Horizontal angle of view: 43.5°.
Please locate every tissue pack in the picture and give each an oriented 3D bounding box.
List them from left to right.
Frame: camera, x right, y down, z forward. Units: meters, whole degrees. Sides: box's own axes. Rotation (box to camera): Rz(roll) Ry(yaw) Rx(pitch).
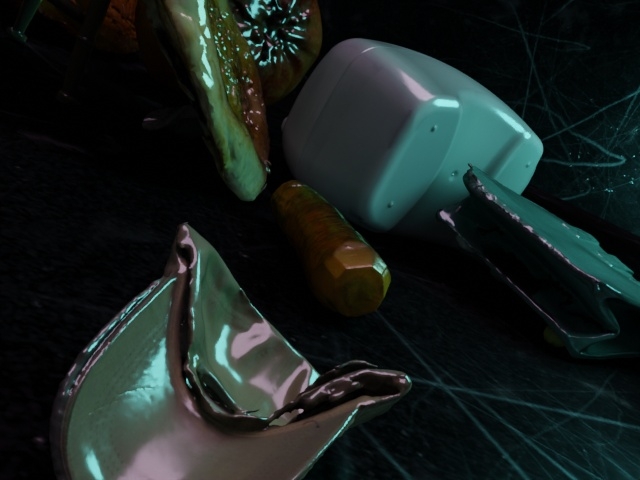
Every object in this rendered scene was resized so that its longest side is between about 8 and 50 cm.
[{"bbox_3d":[0.114,-0.132,1.078,0.333,0.229,0.236,10,26,-47],"label":"tissue pack"}]

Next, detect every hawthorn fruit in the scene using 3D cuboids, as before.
[{"bbox_3d":[-0.166,-0.357,1.332,0.325,0.308,0.308,21,11,27],"label":"hawthorn fruit"}]

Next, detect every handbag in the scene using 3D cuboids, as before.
[{"bbox_3d":[0.295,0.042,0.992,0.274,0.100,0.268,15,26,-48],"label":"handbag"}]

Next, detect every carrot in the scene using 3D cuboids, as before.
[{"bbox_3d":[0.000,0.000,0.759,0.070,0.070,0.260,19,14,-21],"label":"carrot"}]

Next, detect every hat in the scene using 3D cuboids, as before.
[{"bbox_3d":[-0.189,-0.148,1.052,0.087,0.042,0.058,-26,35,-28],"label":"hat"},{"bbox_3d":[-0.057,0.080,0.395,0.147,0.085,0.175,39,40,10],"label":"hat"}]

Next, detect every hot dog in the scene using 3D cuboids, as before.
[{"bbox_3d":[-0.444,-0.455,1.474,0.267,0.174,0.387,23,23,3],"label":"hot dog"}]

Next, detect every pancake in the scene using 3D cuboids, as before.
[{"bbox_3d":[-0.128,-0.226,0.920,0.071,0.382,0.382,-17,16,3],"label":"pancake"}]

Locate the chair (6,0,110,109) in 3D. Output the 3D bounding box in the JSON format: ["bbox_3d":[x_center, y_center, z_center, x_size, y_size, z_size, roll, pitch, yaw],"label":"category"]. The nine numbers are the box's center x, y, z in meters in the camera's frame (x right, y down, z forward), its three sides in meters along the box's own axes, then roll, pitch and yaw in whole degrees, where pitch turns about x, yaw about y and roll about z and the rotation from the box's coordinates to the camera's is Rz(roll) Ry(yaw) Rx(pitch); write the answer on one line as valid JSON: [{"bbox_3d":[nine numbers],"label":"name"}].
[{"bbox_3d":[-0.379,-0.466,0.963,0.365,0.410,0.362,31,7,-39],"label":"chair"}]
